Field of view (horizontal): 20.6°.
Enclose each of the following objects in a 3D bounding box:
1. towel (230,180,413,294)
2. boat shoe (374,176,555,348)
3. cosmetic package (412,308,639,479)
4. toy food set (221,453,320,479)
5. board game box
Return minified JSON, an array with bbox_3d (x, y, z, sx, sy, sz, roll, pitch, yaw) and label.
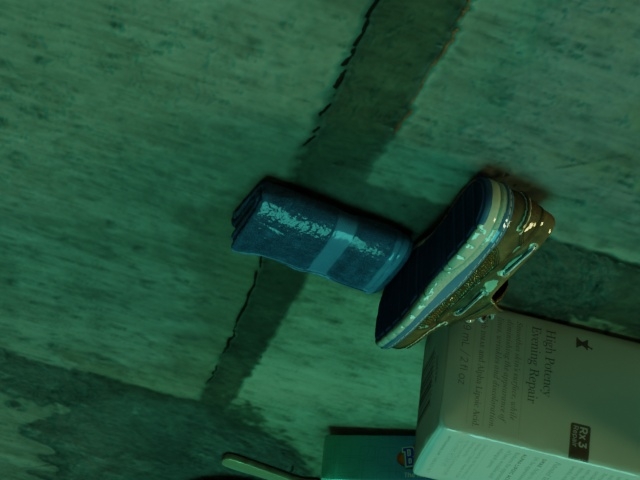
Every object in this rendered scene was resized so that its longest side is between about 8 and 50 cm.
[{"bbox_3d":[0.000,0.000,1.233,0.119,0.029,0.067,21,142,-16],"label":"towel"},{"bbox_3d":[0.098,0.029,1.221,0.066,0.066,0.183,19,143,-17],"label":"boat shoe"},{"bbox_3d":[0.190,0.133,1.303,0.231,0.117,0.085,12,146,-7],"label":"cosmetic package"},{"bbox_3d":[-0.072,0.262,1.602,0.132,0.039,0.192,20,143,-15],"label":"toy food set"},{"bbox_3d":[0.114,0.224,1.500,0.210,0.047,0.160,0,144,8],"label":"board game box"}]
